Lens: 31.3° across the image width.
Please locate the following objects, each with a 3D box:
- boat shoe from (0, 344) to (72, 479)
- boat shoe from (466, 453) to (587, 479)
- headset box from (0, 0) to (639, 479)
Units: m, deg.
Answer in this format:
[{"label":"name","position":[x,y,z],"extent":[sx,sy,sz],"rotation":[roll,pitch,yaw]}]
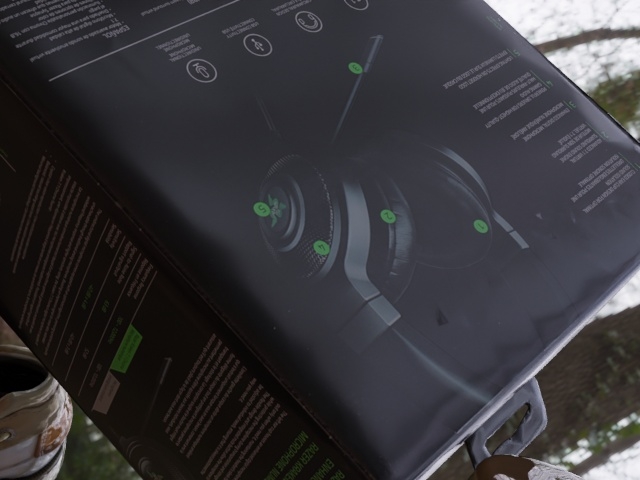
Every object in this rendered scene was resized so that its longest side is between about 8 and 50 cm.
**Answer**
[{"label":"boat shoe","position":[-0.303,0.102,0.681],"extent":[0.103,0.302,0.113],"rotation":[111,-31,-48]},{"label":"boat shoe","position":[0.098,0.205,0.247],"extent":[0.123,0.123,0.342],"rotation":[-48,-131,21]},{"label":"headset box","position":[-0.003,-0.015,0.516],"extent":[0.283,0.246,0.131],"rotation":[45,-41,12]}]
